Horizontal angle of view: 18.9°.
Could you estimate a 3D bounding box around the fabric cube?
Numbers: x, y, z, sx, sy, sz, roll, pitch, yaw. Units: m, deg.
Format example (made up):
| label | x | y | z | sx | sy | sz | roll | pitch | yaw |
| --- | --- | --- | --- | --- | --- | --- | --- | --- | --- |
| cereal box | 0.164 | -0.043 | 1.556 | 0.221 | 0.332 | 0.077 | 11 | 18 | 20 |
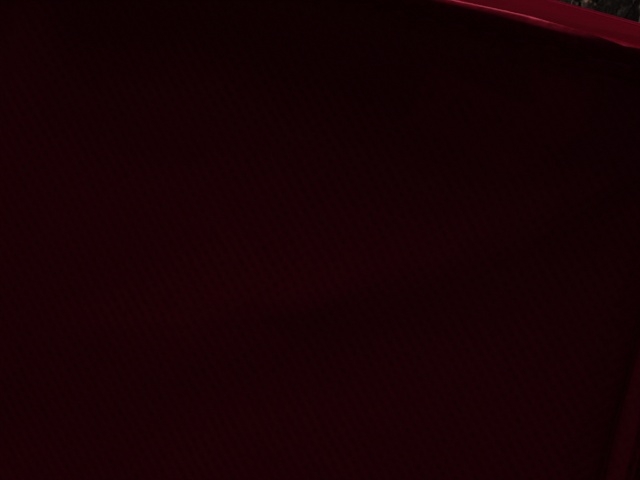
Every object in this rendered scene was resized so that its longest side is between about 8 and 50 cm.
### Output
| label | x | y | z | sx | sy | sz | roll | pitch | yaw |
| --- | --- | --- | --- | --- | --- | --- | --- | --- | --- |
| fabric cube | -0.039 | 0.047 | 0.467 | 0.259 | 0.254 | 0.258 | 17 | 9 | 14 |
